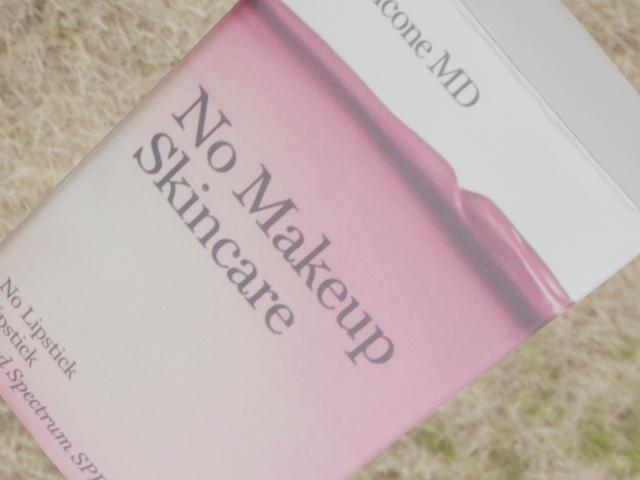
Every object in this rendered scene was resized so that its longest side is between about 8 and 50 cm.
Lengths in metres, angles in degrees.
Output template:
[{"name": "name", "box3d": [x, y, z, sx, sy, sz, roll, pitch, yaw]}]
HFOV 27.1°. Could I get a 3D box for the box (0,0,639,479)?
[{"name": "box", "box3d": [0.000, 0.000, 0.496, 0.232, 0.148, 0.127, -42, 175, 24]}]
